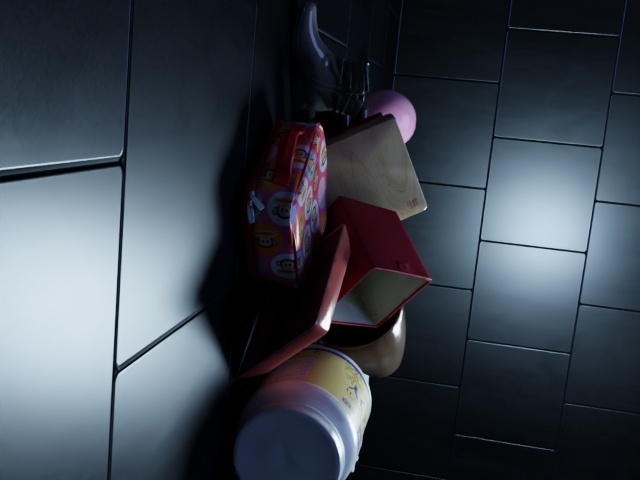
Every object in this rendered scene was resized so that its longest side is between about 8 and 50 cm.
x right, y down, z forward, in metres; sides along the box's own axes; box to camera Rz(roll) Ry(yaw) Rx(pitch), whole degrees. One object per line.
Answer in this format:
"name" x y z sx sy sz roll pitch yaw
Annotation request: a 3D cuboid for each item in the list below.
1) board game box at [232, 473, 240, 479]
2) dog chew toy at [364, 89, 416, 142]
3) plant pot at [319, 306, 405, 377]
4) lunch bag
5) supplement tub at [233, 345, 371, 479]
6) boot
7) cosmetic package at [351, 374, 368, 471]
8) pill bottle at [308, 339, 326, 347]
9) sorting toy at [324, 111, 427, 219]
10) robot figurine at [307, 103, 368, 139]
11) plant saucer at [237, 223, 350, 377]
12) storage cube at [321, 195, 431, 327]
"board game box" -0.185 0.552 1.456 0.260 0.030 0.136 -33 131 -78
"dog chew toy" 0.189 -0.330 2.565 0.206 0.207 0.331 77 31 -64
"plant pot" 0.111 0.220 1.829 0.230 0.215 0.215 65 31 -47
"lunch bag" -0.059 -0.085 1.450 0.293 0.120 0.258 -74 167 -46
"supplement tub" -0.032 0.371 1.583 0.331 0.241 0.241 -47 143 -75
"boot" 0.027 -0.375 1.626 0.083 0.161 0.246 -70 164 -54
"cosmetic package" 0.070 0.541 2.594 0.217 0.156 0.385 -40 137 -76
"pill bottle" -0.001 0.303 1.940 0.301 0.169 0.169 -65 160 -62
"sorting toy" 0.069 -0.136 1.697 0.089 0.255 0.257 -108 174 -50
"robot figurine" 0.040 -0.191 1.828 0.173 0.209 0.278 -99 -169 -62
"plant saucer" -0.039 0.125 1.483 0.259 0.048 0.258 -38 -156 41
"storage cube" 0.079 0.048 1.635 0.183 0.215 0.193 -45 -129 30
